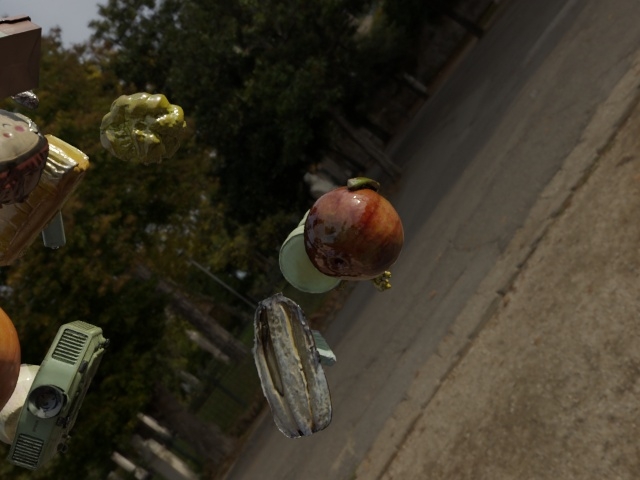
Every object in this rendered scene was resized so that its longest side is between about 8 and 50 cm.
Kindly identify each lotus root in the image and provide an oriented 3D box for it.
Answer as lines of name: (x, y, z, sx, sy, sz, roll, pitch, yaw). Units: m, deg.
lotus root: (-0.065, 0.283, 1.602, 0.167, 0.330, 0.078, -16, -8, 16)

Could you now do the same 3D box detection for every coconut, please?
coconut: (-0.843, 0.468, 1.982, 0.197, 0.237, 0.237, -12, -20, -25)

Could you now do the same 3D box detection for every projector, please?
projector: (-0.499, 0.294, 1.328, 0.193, 0.088, 0.270, 159, 131, -81)

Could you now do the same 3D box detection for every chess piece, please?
chess piece: (0.000, 0.000, 1.931, 0.182, 0.182, 0.330, -53, 7, 22)

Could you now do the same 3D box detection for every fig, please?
fig: (0.068, -0.023, 1.322, 0.205, 0.205, 0.205, -54, 0, 1)

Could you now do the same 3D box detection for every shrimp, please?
shrimp: (-1.062, -0.529, 2.444, 0.073, 0.190, 0.074, -53, -20, 16)

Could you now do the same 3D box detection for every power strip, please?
power strip: (-0.777, -0.087, 1.984, 0.027, 0.060, 0.253, -119, 27, -52)

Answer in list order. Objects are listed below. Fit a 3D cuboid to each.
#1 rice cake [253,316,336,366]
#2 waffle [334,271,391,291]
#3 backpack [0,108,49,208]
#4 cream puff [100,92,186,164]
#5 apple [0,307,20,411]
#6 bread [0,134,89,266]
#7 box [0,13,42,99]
rice cake: (-0.073, 0.261, 1.815, 0.189, 0.198, 0.037, -130, 56, -69)
waffle: (0.101, 0.058, 2.364, 0.292, 0.260, 0.069, -9, 14, 44)
backpack: (-0.579, -0.145, 1.145, 0.139, 0.229, 0.229, -62, -3, 26)
cream puff: (-0.458, -0.281, 1.787, 0.195, 0.220, 0.195, -6, -90, -85)
apple: (-0.510, 0.155, 0.835, 0.242, 0.240, 0.242, 19, -90, -77)
bread: (-0.599, -0.081, 1.432, 0.288, 0.119, 0.152, -49, 10, 13)
box: (-0.911, -0.523, 1.996, 0.215, 0.086, 0.215, -43, -22, -53)
